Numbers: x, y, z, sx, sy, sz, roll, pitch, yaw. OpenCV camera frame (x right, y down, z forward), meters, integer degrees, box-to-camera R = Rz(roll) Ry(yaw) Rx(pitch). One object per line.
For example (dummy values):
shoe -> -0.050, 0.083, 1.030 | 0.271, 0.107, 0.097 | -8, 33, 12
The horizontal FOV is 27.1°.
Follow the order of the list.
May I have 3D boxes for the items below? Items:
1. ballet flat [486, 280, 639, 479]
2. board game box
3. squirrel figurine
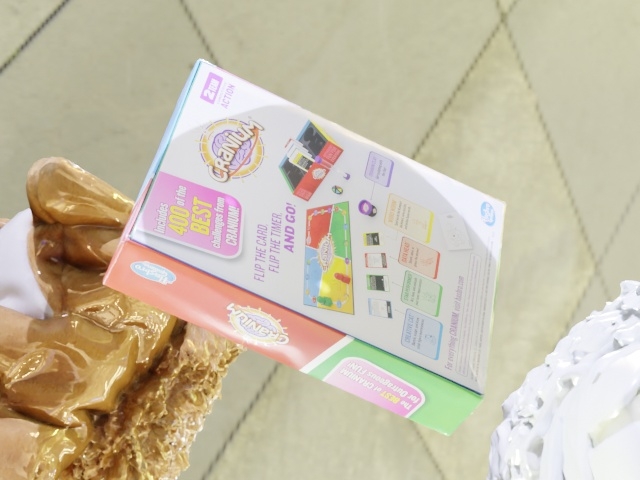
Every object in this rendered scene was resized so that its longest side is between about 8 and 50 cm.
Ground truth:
ballet flat -> 0.180, 0.052, 0.460 | 0.147, 0.409, 0.147 | 23, 51, -32
board game box -> 0.000, 0.000, 1.140 | 0.316, 0.064, 0.242 | 25, 44, -9
squirrel figurine -> -0.269, 0.174, 1.418 | 0.397, 0.281, 0.370 | 32, 58, -35
